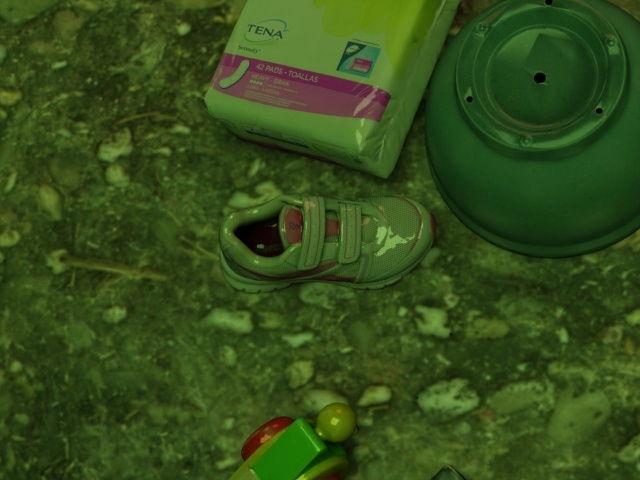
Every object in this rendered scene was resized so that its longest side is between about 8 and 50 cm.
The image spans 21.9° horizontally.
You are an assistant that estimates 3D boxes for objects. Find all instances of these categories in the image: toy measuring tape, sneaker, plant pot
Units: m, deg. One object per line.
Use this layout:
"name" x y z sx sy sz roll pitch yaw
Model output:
"toy measuring tape" -0.066 0.289 1.774 0.330 0.121 0.121 -49 68 20
"sneaker" 0.000 0.000 1.817 0.252 0.111 0.103 -10 72 10
"plant pot" 0.241 -0.146 1.760 0.293 0.196 0.293 -3 74 12

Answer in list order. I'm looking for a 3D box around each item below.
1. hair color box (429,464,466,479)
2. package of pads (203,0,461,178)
"hair color box" 0.071 0.413 1.687 0.347 0.105 0.174 -44 70 -1
"package of pads" 0.020 -0.236 1.865 0.229 0.101 0.296 17 77 31
